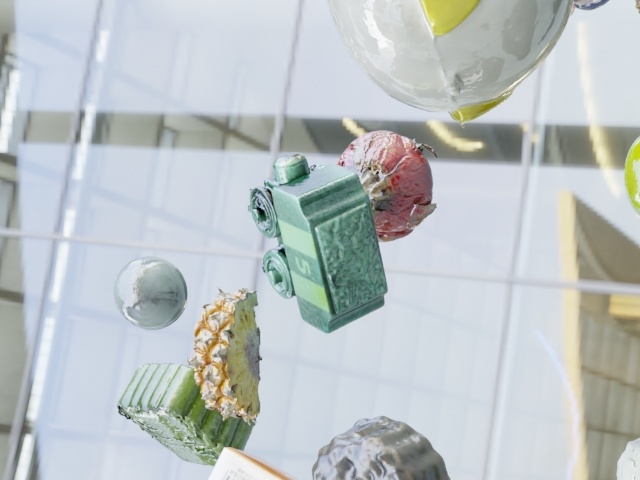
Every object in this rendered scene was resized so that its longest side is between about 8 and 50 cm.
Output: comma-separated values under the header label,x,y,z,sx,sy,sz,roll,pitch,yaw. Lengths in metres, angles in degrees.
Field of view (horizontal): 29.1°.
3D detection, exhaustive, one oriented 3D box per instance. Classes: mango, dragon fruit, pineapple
label,x,y,z,sx,sy,sz,roll,pitch,yaw
mango,0.422,-0.073,1.493,0.163,0.089,0.117,46,-119,-54
dragon fruit,0.097,-0.097,2.374,0.148,0.224,0.218,-18,-66,-55
pineapple,-0.159,0.188,2.012,0.135,0.079,0.233,9,-102,-64

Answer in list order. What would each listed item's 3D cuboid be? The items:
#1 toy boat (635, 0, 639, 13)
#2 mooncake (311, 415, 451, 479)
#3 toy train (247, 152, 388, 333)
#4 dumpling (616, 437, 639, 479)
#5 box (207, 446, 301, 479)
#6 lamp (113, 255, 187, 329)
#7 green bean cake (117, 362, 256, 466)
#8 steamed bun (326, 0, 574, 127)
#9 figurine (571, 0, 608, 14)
label,x,y,z,sx,sy,sz,roll,pitch,yaw
toy boat,0.465,-0.445,1.644,0.099,0.141,0.318,-52,-33,-69
mooncake,0.092,0.411,2.033,0.124,0.228,0.228,-18,-70,-53
toy train,0.000,0.000,2.095,0.167,0.238,0.299,-25,-62,-24
dumpling,0.566,0.366,1.810,0.318,0.243,0.187,120,154,-80
box,-0.022,0.354,1.176,0.221,0.274,0.091,-61,-27,-4
lamp,-0.238,0.074,1.735,0.105,0.105,0.105,-14,-74,-59
green bean cake,-0.236,0.307,2.185,0.200,0.214,0.113,46,-119,-30
steamed bun,0.153,-0.328,1.482,0.374,0.334,0.334,53,-131,-60
figurine,0.387,-0.392,1.915,0.195,0.111,0.102,-35,-38,-1
